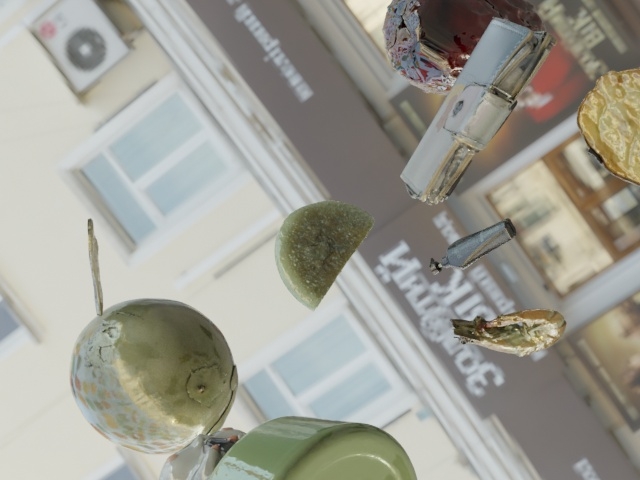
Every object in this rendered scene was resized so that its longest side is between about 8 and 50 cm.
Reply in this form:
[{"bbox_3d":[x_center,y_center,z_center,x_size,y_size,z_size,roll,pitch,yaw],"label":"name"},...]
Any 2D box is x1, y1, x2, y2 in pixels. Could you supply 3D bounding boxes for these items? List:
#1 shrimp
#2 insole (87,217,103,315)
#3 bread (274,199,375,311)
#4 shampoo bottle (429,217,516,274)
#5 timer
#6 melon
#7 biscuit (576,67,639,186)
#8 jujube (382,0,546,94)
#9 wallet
[{"bbox_3d":[0.259,0.123,1.629,0.180,0.099,0.041,6,-125,-23],"label":"shrimp"},{"bbox_3d":[-0.335,0.042,1.769,0.248,0.011,0.081,103,163,-63],"label":"insole"},{"bbox_3d":[-0.005,0.000,1.701,0.112,0.036,0.193,36,-126,0],"label":"bread"},{"bbox_3d":[0.209,0.012,1.642,0.027,0.137,0.048,32,-138,-35],"label":"shampoo bottle"},{"bbox_3d":[-0.080,0.332,1.481,0.315,0.291,0.291,14,161,45],"label":"timer"},{"bbox_3d":[-0.286,0.230,2.036,0.330,0.268,0.268,12,155,51],"label":"melon"},{"bbox_3d":[0.621,-0.217,2.336,0.260,0.203,0.041,63,-161,12],"label":"biscuit"},{"bbox_3d":[0.295,-0.420,2.455,0.376,0.258,0.258,2,-129,-43],"label":"jujube"},{"bbox_3d":[0.178,-0.145,1.356,0.069,0.231,0.170,29,-171,-12],"label":"wallet"}]
